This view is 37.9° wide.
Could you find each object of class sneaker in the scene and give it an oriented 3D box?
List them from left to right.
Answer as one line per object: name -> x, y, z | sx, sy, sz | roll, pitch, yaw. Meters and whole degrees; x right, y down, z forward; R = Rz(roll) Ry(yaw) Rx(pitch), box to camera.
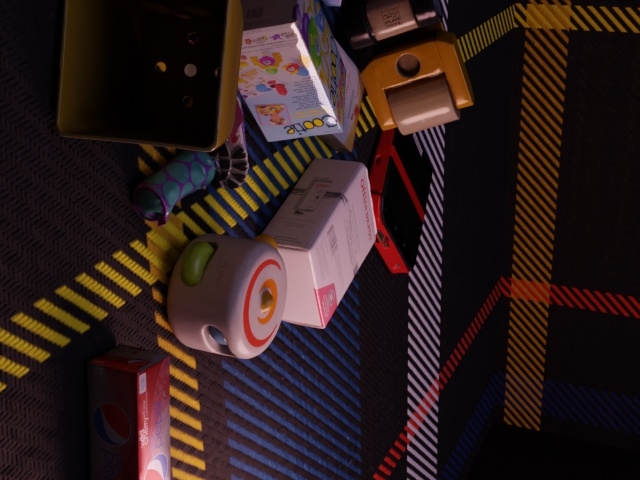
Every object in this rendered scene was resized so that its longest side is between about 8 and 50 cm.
sneaker -> -0.143, -0.167, 1.530 | 0.071, 0.068, 0.170 | -62, 158, -68

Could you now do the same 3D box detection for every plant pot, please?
plant pot -> -0.199, -0.231, 1.218 | 0.187, 0.212, 0.212 | -24, 120, -77

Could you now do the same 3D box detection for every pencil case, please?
pencil case -> -0.215, -0.084, 1.386 | 0.070, 0.064, 0.152 | 62, 36, -15

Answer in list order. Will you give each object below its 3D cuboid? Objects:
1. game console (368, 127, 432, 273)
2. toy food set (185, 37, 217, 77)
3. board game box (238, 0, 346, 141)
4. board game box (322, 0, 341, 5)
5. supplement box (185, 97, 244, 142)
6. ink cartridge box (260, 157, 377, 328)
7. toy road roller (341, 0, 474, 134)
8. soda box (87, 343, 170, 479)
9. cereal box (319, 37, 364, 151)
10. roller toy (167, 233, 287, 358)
game console -> 0.198, -0.127, 2.356 | 0.386, 0.060, 0.342 | 56, 42, -59
toy food set -> -0.187, -0.279, 1.444 | 0.122, 0.019, 0.078 | 15, 84, -63
board game box -> -0.061, -0.306, 1.534 | 0.275, 0.144, 0.142 | 61, 27, -55
board game box -> 0.016, -0.580, 1.782 | 0.160, 0.039, 0.211 | 25, 75, -66
supplement box -> -0.169, -0.187, 1.433 | 0.043, 0.083, 0.055 | 72, 34, -47
ink cartridge box -> 0.000, 0.000, 1.845 | 0.283, 0.117, 0.207 | -58, 147, -43
toy road roller -> 0.196, -0.417, 2.006 | 0.240, 0.202, 0.329 | -67, 139, -62
soda box -> -0.275, 0.290, 1.342 | 0.083, 0.092, 0.263 | -27, 122, -63
cereal box -> 0.021, -0.298, 1.878 | 0.240, 0.047, 0.173 | 33, 66, -65
roller toy -> -0.142, 0.090, 1.513 | 0.209, 0.146, 0.191 | -20, 116, -65
